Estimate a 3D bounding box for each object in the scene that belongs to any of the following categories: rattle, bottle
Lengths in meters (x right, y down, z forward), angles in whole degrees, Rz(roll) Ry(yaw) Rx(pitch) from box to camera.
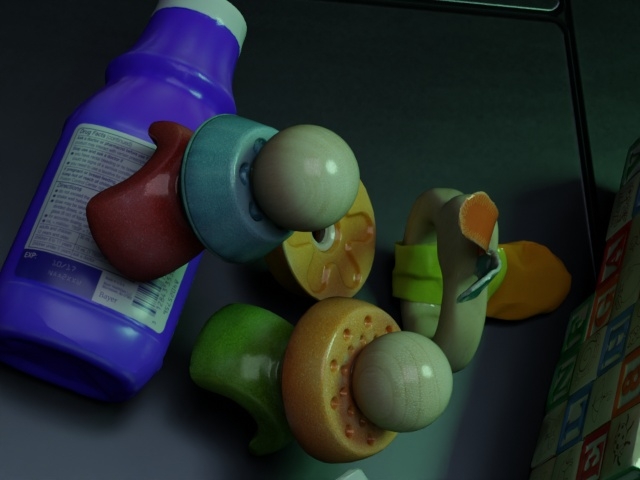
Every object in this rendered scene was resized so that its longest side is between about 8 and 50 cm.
[{"bbox_3d":[0.128,0.021,0.908,0.143,0.199,0.130,17,64,-8],"label":"rattle"},{"bbox_3d":[-0.122,-0.039,0.924,0.118,0.092,0.283,23,63,-10],"label":"bottle"}]

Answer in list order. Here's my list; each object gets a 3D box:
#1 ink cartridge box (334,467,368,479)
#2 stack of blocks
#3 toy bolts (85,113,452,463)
[{"bbox_3d":[0.076,0.296,0.797,0.065,0.165,0.332,-33,78,-25],"label":"ink cartridge box"},{"bbox_3d":[0.235,0.053,0.941,0.087,0.171,0.297,22,63,-6],"label":"stack of blocks"},{"bbox_3d":[0.000,0.000,0.854,0.228,0.158,0.218,52,49,-33],"label":"toy bolts"}]
